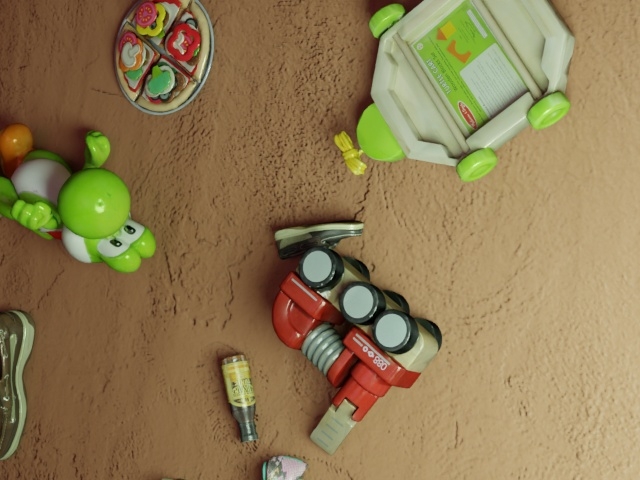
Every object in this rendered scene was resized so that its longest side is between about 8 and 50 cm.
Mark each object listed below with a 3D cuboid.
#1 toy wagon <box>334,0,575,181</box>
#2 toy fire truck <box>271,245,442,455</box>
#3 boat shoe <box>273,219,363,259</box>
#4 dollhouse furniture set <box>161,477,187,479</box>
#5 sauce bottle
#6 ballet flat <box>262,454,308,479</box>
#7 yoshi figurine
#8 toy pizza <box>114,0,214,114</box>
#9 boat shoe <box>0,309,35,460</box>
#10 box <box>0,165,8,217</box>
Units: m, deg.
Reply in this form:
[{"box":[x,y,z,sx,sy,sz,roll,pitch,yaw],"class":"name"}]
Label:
[{"box":[0.165,-0.210,1.582,0.344,0.068,0.267,-38,69,26],"class":"toy wagon"},{"box":[0.020,0.164,1.628,0.217,0.158,0.246,40,98,26],"class":"toy fire truck"},{"box":[0.000,0.000,1.688,0.152,0.056,0.049,-7,89,41],"class":"boat shoe"},{"box":[-0.175,0.447,1.748,0.181,0.101,0.161,5,91,32],"class":"dollhouse furniture set"},{"box":[-0.116,0.233,1.757,0.042,0.042,0.128,-20,80,30],"class":"sauce bottle"},{"box":[-0.046,0.419,1.694,0.079,0.077,0.222,2,89,13],"class":"ballet flat"},{"box":[-0.410,-0.082,1.867,0.362,0.203,0.204,28,96,27],"class":"yoshi figurine"},{"box":[-0.253,-0.299,1.866,0.201,0.032,0.201,-1,88,32],"class":"toy pizza"},{"box":[-0.552,0.244,1.995,0.095,0.095,0.258,7,92,32],"class":"boat shoe"},{"box":[-0.631,-0.074,2.101,0.201,0.021,0.164,-42,68,23],"class":"box"}]
